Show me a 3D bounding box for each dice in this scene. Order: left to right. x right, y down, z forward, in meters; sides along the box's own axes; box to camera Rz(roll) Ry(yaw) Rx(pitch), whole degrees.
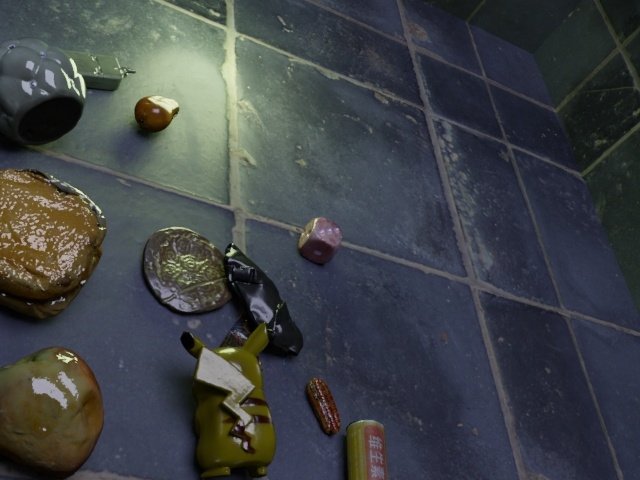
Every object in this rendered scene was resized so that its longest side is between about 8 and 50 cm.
[{"bbox_3d":[0.000,0.000,2.247,0.093,0.094,0.091,29,40,-16],"label":"dice"}]

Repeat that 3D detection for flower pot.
[{"bbox_3d":[-0.672,-0.349,1.921,0.246,0.246,0.195,-17,66,-46],"label":"flower pot"}]

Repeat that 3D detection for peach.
[{"bbox_3d":[-0.497,0.319,1.493,0.214,0.214,0.235,-18,84,-46],"label":"peach"}]

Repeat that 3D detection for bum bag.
[{"bbox_3d":[-0.143,0.139,1.999,0.326,0.080,0.142,56,21,16],"label":"bum bag"}]

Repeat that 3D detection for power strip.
[{"bbox_3d":[-0.624,-0.455,2.198,0.288,0.053,0.093,-1,53,-39],"label":"power strip"}]

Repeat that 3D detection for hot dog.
[{"bbox_3d":[0.010,0.389,1.941,0.062,0.038,0.144,0,54,-39],"label":"hot dog"}]

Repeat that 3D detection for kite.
[{"bbox_3d":[-0.160,0.239,1.965,0.183,0.010,0.160,5,51,-36],"label":"kite"}]

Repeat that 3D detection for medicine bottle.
[{"bbox_3d":[0.105,0.593,1.783,0.108,0.108,0.426,21,42,-23],"label":"medicine bottle"}]

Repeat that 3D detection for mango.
[{"bbox_3d":[-0.443,-0.342,2.222,0.105,0.084,0.159,24,20,3],"label":"mango"}]

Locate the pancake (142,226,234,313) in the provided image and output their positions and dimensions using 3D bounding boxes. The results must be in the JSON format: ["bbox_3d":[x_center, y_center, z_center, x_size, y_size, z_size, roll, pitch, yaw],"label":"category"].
[{"bbox_3d":[-0.314,0.069,1.981,0.250,0.031,0.250,22,44,-23],"label":"pancake"}]

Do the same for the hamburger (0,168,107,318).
[{"bbox_3d":[-0.597,-0.002,1.703,0.319,0.158,0.318,16,55,-24],"label":"hamburger"}]

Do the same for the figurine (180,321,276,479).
[{"bbox_3d":[-0.194,0.334,1.727,0.218,0.169,0.326,11,49,-37],"label":"figurine"}]
